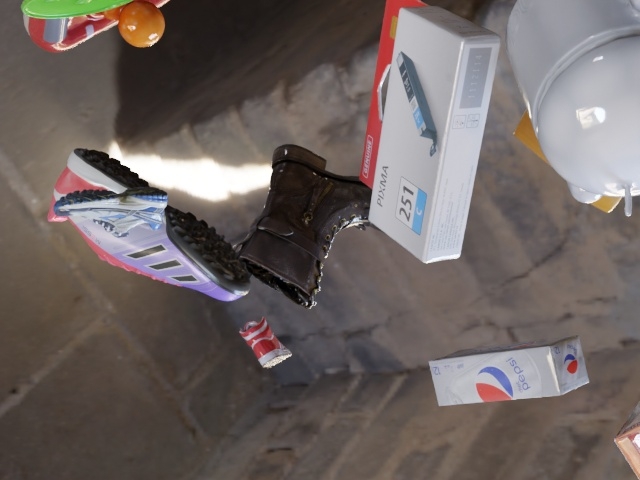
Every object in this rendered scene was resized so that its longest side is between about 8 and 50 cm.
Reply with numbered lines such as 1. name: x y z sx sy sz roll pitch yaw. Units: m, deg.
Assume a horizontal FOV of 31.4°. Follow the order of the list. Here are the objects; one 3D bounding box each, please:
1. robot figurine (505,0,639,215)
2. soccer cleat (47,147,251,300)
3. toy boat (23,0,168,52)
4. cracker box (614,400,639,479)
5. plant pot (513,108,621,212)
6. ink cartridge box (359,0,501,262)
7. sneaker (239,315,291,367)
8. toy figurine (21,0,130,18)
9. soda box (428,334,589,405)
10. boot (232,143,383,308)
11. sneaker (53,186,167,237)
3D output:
1. robot figurine: 0.327 -0.188 1.293 0.200 0.300 0.353 -1 42 -5
2. soccer cleat: -0.227 0.002 1.501 0.116 0.318 0.108 -59 160 12
3. toy boat: -0.262 -0.311 1.484 0.151 0.151 0.231 43 54 13
4. cracker box: 0.455 0.265 1.417 0.156 0.067 0.232 59 27 6
5. plant pot: 0.409 -0.175 1.756 0.188 0.205 0.205 28 58 7
6. ink cartridge box: 0.111 -0.159 1.482 0.066 0.261 0.296 -7 119 -29
7. sneaker: -0.077 0.142 1.597 0.042 0.118 0.067 -32 81 0
8. toy figurine: -0.249 -0.333 1.188 0.130 0.173 0.159 -13 90 -56
9. soda box: 0.340 0.240 2.087 0.098 0.286 0.091 -13 89 -45
10. boot: 0.000 0.000 1.687 0.263 0.091 0.229 25 57 -18
11. sneaker: -0.247 -0.029 1.350 0.135 0.052 0.058 -3 106 -19
